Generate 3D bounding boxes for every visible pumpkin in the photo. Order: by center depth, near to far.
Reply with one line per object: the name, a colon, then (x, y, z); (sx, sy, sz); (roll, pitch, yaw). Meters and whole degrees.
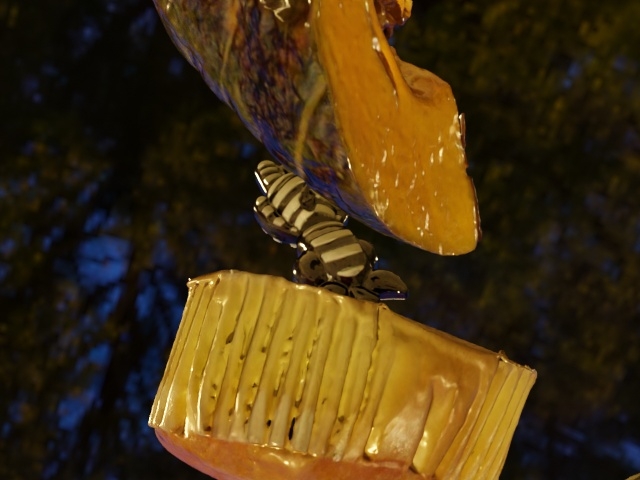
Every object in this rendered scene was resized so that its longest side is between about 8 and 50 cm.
pumpkin: (-0.035, -0.112, 0.927); (0.163, 0.278, 0.111); (-3, -165, 34)

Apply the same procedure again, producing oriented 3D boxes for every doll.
doll: (0.000, 0.000, 1.752); (0.091, 0.067, 0.219); (-14, -136, -18)

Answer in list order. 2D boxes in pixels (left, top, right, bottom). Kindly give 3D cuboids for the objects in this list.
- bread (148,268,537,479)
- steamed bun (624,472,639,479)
bread: (0.017, 0.135, 1.395); (0.204, 0.156, 0.288); (5, 166, 44)
steamed bun: (0.376, 0.332, 1.767); (0.342, 0.255, 0.368); (9, -154, 15)
